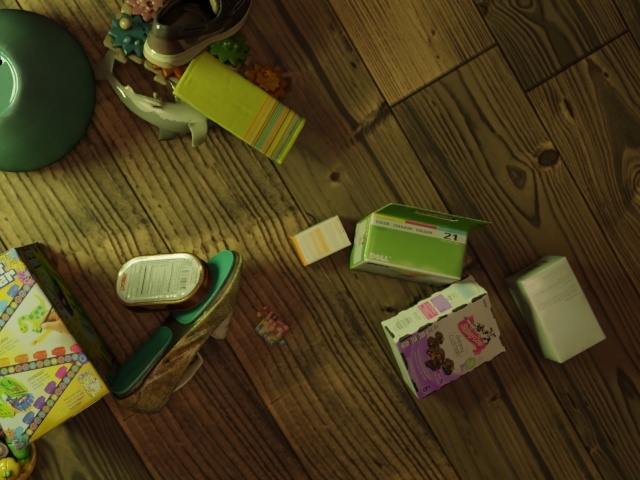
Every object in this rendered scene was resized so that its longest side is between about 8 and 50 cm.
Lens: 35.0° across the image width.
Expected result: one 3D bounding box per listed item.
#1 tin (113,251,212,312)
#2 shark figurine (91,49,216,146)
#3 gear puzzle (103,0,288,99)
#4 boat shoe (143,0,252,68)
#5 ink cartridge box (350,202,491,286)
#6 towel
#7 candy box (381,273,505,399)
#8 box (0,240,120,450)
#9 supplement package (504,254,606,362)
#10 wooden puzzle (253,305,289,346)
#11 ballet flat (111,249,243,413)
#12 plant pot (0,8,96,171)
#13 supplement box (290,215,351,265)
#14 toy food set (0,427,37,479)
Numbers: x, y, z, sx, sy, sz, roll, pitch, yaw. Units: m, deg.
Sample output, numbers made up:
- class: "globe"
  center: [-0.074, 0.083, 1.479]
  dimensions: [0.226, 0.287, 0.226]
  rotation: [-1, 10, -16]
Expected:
- class: "tin"
  center: [-0.287, 0.074, 1.832]
  dimensions: [0.190, 0.040, 0.106]
  rotation: [-5, 60, 21]
- class: "shark figurine"
  center: [-0.299, -0.232, 1.844]
  dimensions: [0.278, 0.116, 0.166]
  rotation: [17, 55, -16]
- class: "gear puzzle"
  center: [-0.211, -0.338, 1.839]
  dimensions: [0.339, 0.044, 0.175]
  rotation: [27, 61, -12]
- class: "boat shoe"
  center: [-0.204, -0.405, 1.788]
  dimensions: [0.103, 0.092, 0.285]
  rotation: [35, 51, 9]
- class: "ink cartridge box"
  center: [0.173, 0.010, 1.834]
  dimensions: [0.189, 0.255, 0.097]
  rotation: [12, 81, -9]
- class: "towel"
  center: [-0.143, -0.240, 1.831]
  dimensions: [0.237, 0.021, 0.102]
  rotation: [33, 77, -18]
- class: "candy box"
  center: [0.234, 0.182, 1.912]
  dimensions: [0.196, 0.070, 0.165]
  rotation: [-28, 126, -6]
- class: "box"
  center: [-0.495, 0.165, 1.725]
  dimensions: [0.177, 0.290, 0.279]
  rotation: [-32, 95, -6]
- class: "supplement package"
  center: [0.451, 0.131, 1.960]
  dimensions: [0.105, 0.105, 0.179]
  rotation: [-27, 95, -8]
- class: "wooden puzzle"
  center: [-0.093, 0.166, 1.929]
  dimensions: [0.083, 0.006, 0.049]
  rotation: [44, 85, -7]
- class: "ballet flat"
  center: [-0.239, 0.174, 1.862]
  dimensions: [0.123, 0.123, 0.348]
  rotation: [40, 85, -8]
- class: "plant pot"
  center: [-0.547, -0.260, 1.732]
  dimensions: [0.290, 0.195, 0.290]
  rotation: [0, 95, -1]
- class: "supplement box"
  center: [0.000, 0.000, 1.922]
  dimensions: [0.098, 0.036, 0.062]
  rotation: [-25, 95, -7]
- class: "toy food set"
  center: [-0.593, 0.350, 1.826]
  dimensions: [0.128, 0.071, 0.218]
  rotation: [-18, 94, -8]
